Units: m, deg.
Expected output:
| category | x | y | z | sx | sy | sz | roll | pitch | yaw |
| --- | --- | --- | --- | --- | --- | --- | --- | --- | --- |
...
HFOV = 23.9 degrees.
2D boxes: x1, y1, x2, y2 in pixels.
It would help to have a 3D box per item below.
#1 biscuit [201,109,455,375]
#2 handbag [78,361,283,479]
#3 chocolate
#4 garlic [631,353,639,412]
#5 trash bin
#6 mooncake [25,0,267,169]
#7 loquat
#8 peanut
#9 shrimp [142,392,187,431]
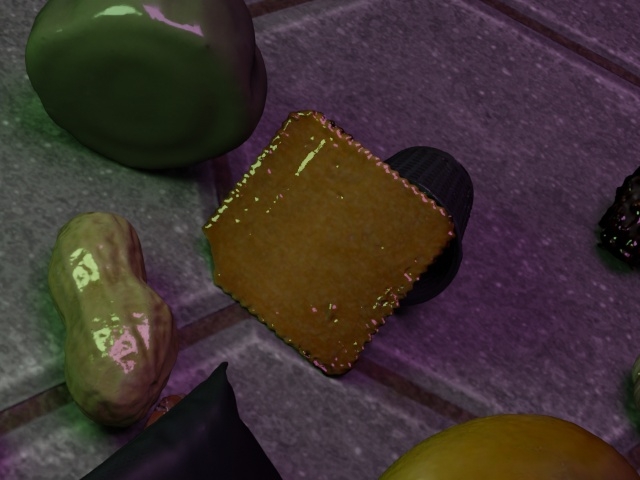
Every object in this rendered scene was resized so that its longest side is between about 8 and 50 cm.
| category | x | y | z | sx | sy | sz | roll | pitch | yaw |
| --- | --- | --- | --- | --- | --- | --- | --- | --- | --- |
| biscuit | 0.000 | 0.000 | 1.706 | 0.237 | 0.232 | 0.013 | 38 | 2 | 7 |
| handbag | -0.119 | 0.264 | 1.436 | 0.254 | 0.089 | 0.211 | -38 | 106 | -47 |
| chocolate | 0.435 | -0.022 | 2.007 | 0.133 | 0.156 | 0.156 | -33 | 72 | -25 |
| garlic | 0.452 | 0.188 | 1.842 | 0.147 | 0.102 | 0.159 | 7 | 49 | -22 |
| trash bin | 0.105 | -0.034 | 1.812 | 0.175 | 0.175 | 0.161 | 35 | 34 | 2 |
| mooncake | -0.193 | -0.200 | 1.711 | 0.275 | 0.275 | 0.135 | 18 | 49 | -15 |
| loquat | 0.170 | 0.324 | 1.445 | 0.328 | 0.359 | 0.328 | -3 | 97 | -22 |
| peanut | -0.214 | 0.073 | 1.561 | 0.123 | 0.123 | 0.256 | 5 | 50 | -26 |
| shrimp | -0.155 | 0.232 | 1.502 | 0.091 | 0.043 | 0.184 | 51 | 46 | -25 |
